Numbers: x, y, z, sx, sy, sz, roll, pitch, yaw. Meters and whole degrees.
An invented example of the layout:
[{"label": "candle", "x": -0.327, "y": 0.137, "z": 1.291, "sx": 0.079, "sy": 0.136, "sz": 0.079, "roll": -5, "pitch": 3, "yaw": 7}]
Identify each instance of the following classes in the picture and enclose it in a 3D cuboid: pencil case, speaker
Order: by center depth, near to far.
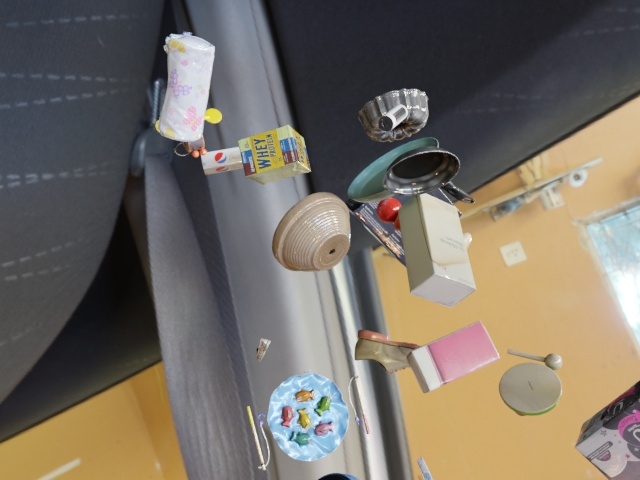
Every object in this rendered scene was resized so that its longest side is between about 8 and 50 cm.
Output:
[{"label": "pencil case", "x": -0.356, "y": -0.399, "z": 1.472, "sx": 0.124, "sy": 0.113, "sz": 0.273, "roll": -8, "pitch": 124, "yaw": -35}, {"label": "speaker", "x": 0.237, "y": -0.401, "z": 1.827, "sx": 0.055, "sy": 0.055, "sz": 0.136, "roll": -27, "pitch": -169, "yaw": 39}]

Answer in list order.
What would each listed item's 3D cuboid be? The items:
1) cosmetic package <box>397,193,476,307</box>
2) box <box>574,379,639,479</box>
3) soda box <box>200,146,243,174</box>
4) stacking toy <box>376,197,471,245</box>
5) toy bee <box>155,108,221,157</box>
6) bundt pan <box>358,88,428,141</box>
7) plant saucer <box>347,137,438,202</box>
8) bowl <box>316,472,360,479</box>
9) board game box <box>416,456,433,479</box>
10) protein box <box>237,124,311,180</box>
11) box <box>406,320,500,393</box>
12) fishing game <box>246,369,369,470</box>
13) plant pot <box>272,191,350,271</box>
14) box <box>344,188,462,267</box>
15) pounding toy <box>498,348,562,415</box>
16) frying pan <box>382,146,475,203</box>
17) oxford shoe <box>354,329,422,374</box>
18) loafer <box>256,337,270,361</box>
[{"label": "cosmetic package", "x": 0.333, "y": 0.022, "z": 1.626, "sx": 0.160, "sy": 0.310, "sz": 0.113, "roll": 19, "pitch": 136, "yaw": -26}, {"label": "box", "x": 0.853, "y": 0.529, "z": 1.531, "sx": 0.142, "sy": 0.163, "sz": 0.247, "roll": -24, "pitch": 152, "yaw": -54}, {"label": "soda box", "x": -0.362, "y": -0.322, "z": 2.220, "sx": 0.215, "sy": 0.069, "sz": 0.074, "roll": -12, "pitch": 168, "yaw": -7}, {"label": "stacking toy", "x": 0.333, "y": -0.044, "z": 1.871, "sx": 0.141, "sy": 0.330, "sz": 0.141, "roll": -45, "pitch": 157, "yaw": -25}, {"label": "toy bee", "x": -0.394, "y": -0.348, "z": 1.741, "sx": 0.195, "sy": 0.162, "sz": 0.298, "roll": -32, "pitch": 147, "yaw": -6}, {"label": "bundt pan", "x": 0.342, "y": -0.551, "z": 2.544, "sx": 0.330, "sy": 0.124, "sz": 0.331, "roll": -11, "pitch": 166, "yaw": -3}, {"label": "plant saucer", "x": 0.228, "y": -0.209, "z": 1.720, "sx": 0.317, "sy": 0.044, "sz": 0.318, "roll": -29, "pitch": -159, "yaw": 12}, {"label": "bowl", "x": 0.038, "y": 1.093, "z": 2.154, "sx": 0.391, "sy": 0.077, "sz": 0.391, "roll": -34, "pitch": -148, "yaw": 25}, {"label": "board game box", "x": 0.289, "y": 0.640, "z": 1.482, "sx": 0.020, "sy": 0.090, "sz": 0.090, "roll": -23, "pitch": -147, "yaw": -3}, {"label": "protein box", "x": -0.163, "y": -0.305, "z": 2.023, "sx": 0.199, "sy": 0.136, "sz": 0.201, "roll": -15, "pitch": 174, "yaw": 12}, {"label": "box", "x": 0.393, "y": 0.353, "z": 1.677, "sx": 0.232, "sy": 0.127, "sz": 0.149, "roll": -23, "pitch": 162, "yaw": -5}, {"label": "fishing game", "x": -0.023, "y": 0.381, "z": 1.216, "sx": 0.263, "sy": 0.189, "sz": 0.041, "roll": -9, "pitch": 167, "yaw": -16}, {"label": "plant pot", "x": 0.000, "y": 0.000, "z": 1.465, "sx": 0.237, "sy": 0.109, "sz": 0.238, "roll": -27, "pitch": 139, "yaw": -26}, {"label": "box", "x": 0.329, "y": -0.124, "z": 2.253, "sx": 0.312, "sy": 0.343, "sz": 0.179, "roll": -44, "pitch": -162, "yaw": 2}, {"label": "pounding toy", "x": 0.664, "y": 0.467, "z": 1.747, "sx": 0.182, "sy": 0.110, "sz": 0.237, "roll": -1, "pitch": -140, "yaw": 29}, {"label": "frying pan", "x": 0.309, "y": -0.173, "z": 1.431, "sx": 0.325, "sy": 0.053, "sz": 0.197, "roll": 1, "pitch": 151, "yaw": -24}, {"label": "oxford shoe", "x": 0.292, "y": 0.435, "z": 2.049, "sx": 0.347, "sy": 0.130, "sz": 0.123, "roll": 15, "pitch": 164, "yaw": 9}, {"label": "loafer", "x": -0.223, "y": 0.409, "z": 2.108, "sx": 0.125, "sy": 0.039, "sz": 0.045, "roll": -63, "pitch": 179, "yaw": 42}]
